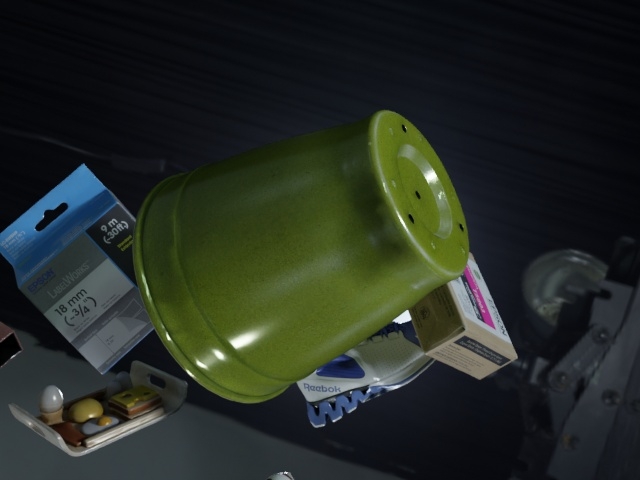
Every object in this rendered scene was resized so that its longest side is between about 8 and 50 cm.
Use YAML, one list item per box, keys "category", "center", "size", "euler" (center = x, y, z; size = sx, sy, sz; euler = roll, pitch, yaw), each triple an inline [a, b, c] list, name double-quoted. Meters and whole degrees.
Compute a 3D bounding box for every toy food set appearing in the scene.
- category: "toy food set"
  center: [-0.467, 0.337, 1.481]
  size: [0.306, 0.220, 0.092]
  euler: [-16, 109, -45]

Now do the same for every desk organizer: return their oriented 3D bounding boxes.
- category: "desk organizer"
  center: [-0.472, 0.164, 0.931]
  size: [0.130, 0.050, 0.047]
  euler: [-45, 147, -37]

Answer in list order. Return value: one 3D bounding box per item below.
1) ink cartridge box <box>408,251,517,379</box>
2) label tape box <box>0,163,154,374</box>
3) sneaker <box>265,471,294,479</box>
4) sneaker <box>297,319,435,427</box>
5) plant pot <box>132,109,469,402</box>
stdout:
- category: "ink cartridge box"
  center: [0.223, 0.101, 1.199]
  size: [0.088, 0.193, 0.234]
  euler: [-36, -130, 24]
- category: "label tape box"
  center: [-0.435, 0.049, 1.324]
  size: [0.241, 0.333, 0.106]
  euler: [-43, -173, -7]
- category: "sneaker"
  center: [-0.011, 0.331, 0.722]
  size: [0.185, 0.070, 0.084]
  euler: [68, 16, 4]
- category: "sneaker"
  center: [0.067, 0.201, 1.305]
  size: [0.316, 0.182, 0.127]
  euler: [-33, -174, 9]
- category: "plant pot"
  center: [0.000, 0.000, 0.971]
  size: [0.353, 0.366, 0.366]
  euler: [-25, -155, 29]
